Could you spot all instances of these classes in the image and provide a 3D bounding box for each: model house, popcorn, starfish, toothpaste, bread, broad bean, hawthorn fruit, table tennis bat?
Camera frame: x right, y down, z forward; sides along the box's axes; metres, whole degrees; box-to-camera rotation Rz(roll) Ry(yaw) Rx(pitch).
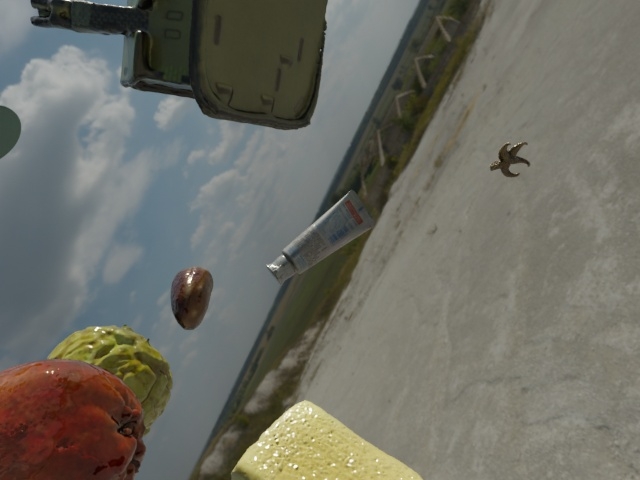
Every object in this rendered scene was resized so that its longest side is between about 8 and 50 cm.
[{"bbox_3d":[-0.158,-0.245,0.535,0.218,0.278,0.205,-12,-67,-62],"label":"model house"},{"bbox_3d":[-0.467,0.312,1.051,0.247,0.282,0.282,-40,-9,-25],"label":"popcorn"},{"bbox_3d":[0.342,-0.147,0.876,0.078,0.028,0.091,-35,-42,3],"label":"starfish"},{"bbox_3d":[0.000,0.000,0.960,0.234,0.089,0.057,-37,12,-10],"label":"toothpaste"},{"bbox_3d":[0.009,0.266,0.519,0.125,0.188,0.068,-33,-48,-40],"label":"bread"},{"bbox_3d":[-0.262,0.114,0.979,0.165,0.084,0.114,-106,14,-57],"label":"broad bean"},{"bbox_3d":[-0.347,0.243,0.531,0.211,0.298,0.212,29,123,59],"label":"hawthorn fruit"},{"bbox_3d":[-0.767,-0.199,1.065,0.244,0.040,0.153,-52,-9,-12],"label":"table tennis bat"}]
